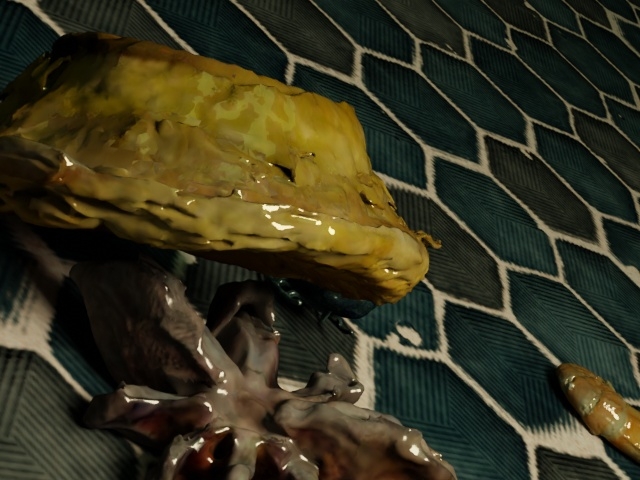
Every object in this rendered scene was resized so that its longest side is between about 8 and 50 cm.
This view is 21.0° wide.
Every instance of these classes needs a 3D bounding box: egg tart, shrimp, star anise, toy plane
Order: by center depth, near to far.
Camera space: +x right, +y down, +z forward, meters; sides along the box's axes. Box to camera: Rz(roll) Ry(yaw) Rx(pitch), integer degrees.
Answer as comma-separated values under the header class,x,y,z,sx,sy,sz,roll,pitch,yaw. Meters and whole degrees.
class,x,y,z,sx,sy,sz,roll,pitch,yaw
egg tart,-0.080,-0.048,1.080,0.341,0.129,0.341,15,0,0
star anise,-0.048,0.095,1.084,0.198,0.111,0.257,-8,46,-45
toy plane,0.000,0.000,1.348,0.060,0.096,0.235,30,8,-31
shrimp,0.282,0.172,1.560,0.180,0.041,0.099,39,9,-3
